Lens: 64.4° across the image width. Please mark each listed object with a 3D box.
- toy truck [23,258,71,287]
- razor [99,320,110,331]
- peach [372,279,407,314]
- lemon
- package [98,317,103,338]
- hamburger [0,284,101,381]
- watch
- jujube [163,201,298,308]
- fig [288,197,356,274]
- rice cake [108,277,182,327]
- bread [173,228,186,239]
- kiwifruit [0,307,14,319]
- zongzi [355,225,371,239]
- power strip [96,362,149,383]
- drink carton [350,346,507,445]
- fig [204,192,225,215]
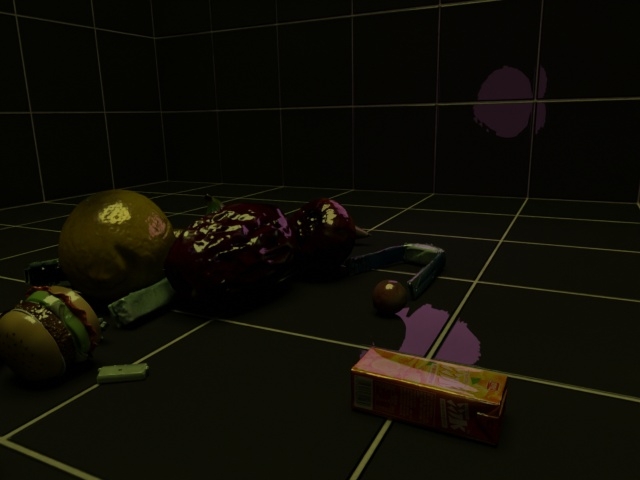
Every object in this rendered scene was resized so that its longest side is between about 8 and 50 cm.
[{"bbox_3d":[-0.713,0.089,1.424,0.191,0.085,0.116,-7,6,-13],"label":"toy truck"},{"bbox_3d":[-0.516,0.180,1.098,0.190,0.033,0.066,-2,45,34],"label":"razor"},{"bbox_3d":[0.158,0.131,1.173,0.083,0.083,0.083,-1,14,0],"label":"peach"},{"bbox_3d":[-0.517,0.014,1.303,0.297,0.297,0.297,-1,14,0],"label":"lemon"},{"bbox_3d":[-0.495,0.194,1.111,0.037,0.015,0.110,-1,15,-22],"label":"package"},{"bbox_3d":[-0.498,0.174,0.915,0.175,0.175,0.137,4,28,22],"label":"hamburger"},{"bbox_3d":[0.256,0.072,1.429,0.274,0.068,0.276,-11,17,-34],"label":"watch"},{"bbox_3d":[-0.215,0.034,1.294,0.258,0.258,0.377,7,31,31],"label":"jujube"},{"bbox_3d":[-0.006,-0.006,1.482,0.224,0.224,0.263,-4,-3,-9],"label":"fig"},{"bbox_3d":[-0.382,0.125,1.263,0.063,0.066,0.336,-17,5,25],"label":"rice cake"},{"bbox_3d":[-0.377,-0.005,1.765,0.344,0.084,0.124,-2,14,-6],"label":"bread"},{"bbox_3d":[-0.629,0.180,1.066,0.124,0.075,0.075,2,13,34],"label":"kiwifruit"},{"bbox_3d":[0.020,-0.018,1.771,0.256,0.115,0.228,19,25,28],"label":"zongzi"},{"bbox_3d":[-0.355,0.239,0.915,0.090,0.016,0.040,-3,13,-9],"label":"power strip"},{"bbox_3d":[0.165,0.233,0.780,0.223,0.071,0.096,6,14,27],"label":"drink carton"},{"bbox_3d":[-0.290,-0.031,1.557,0.203,0.235,0.203,-4,10,1],"label":"fig"}]
